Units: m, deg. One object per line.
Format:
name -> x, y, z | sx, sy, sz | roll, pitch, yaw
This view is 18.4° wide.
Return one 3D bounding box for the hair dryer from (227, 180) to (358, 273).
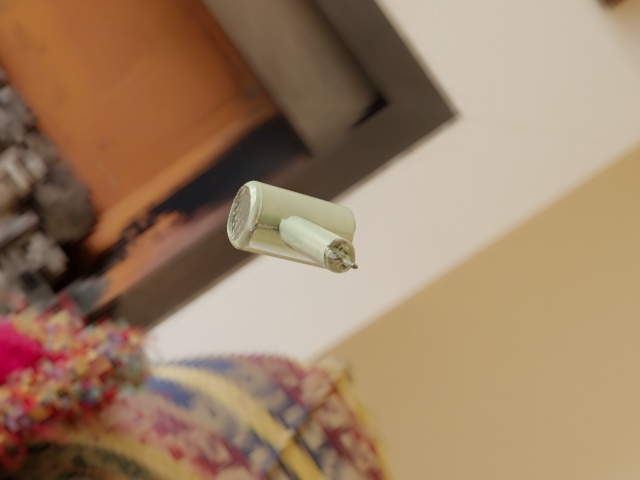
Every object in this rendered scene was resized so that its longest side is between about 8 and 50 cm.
hair dryer -> 0.000, 0.000, 1.027 | 0.063, 0.038, 0.124 | 14, 5, -23
